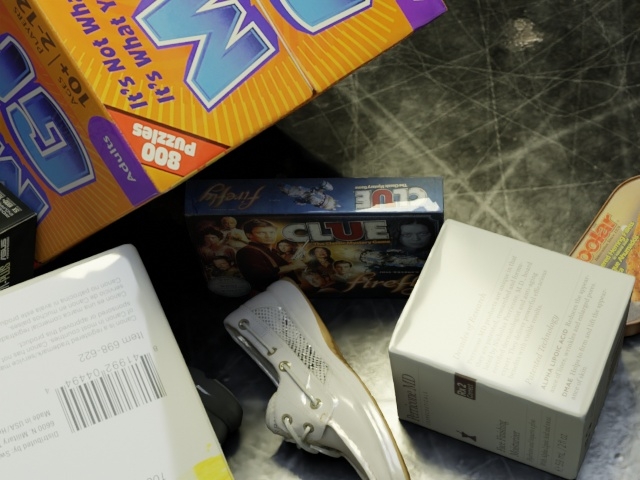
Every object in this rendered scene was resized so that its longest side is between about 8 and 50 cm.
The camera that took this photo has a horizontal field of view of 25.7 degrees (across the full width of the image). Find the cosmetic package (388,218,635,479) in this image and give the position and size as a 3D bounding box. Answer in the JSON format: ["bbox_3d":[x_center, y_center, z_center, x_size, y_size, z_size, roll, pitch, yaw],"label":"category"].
[{"bbox_3d":[0.176,0.101,1.294,0.183,0.151,0.151,17,62,17],"label":"cosmetic package"}]

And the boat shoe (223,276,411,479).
[{"bbox_3d":[-0.006,0.157,1.316,0.096,0.098,0.277,-28,50,-11],"label":"boat shoe"}]

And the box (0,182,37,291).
[{"bbox_3d":[-0.352,-0.008,1.300,0.180,0.147,0.077,39,48,22],"label":"box"}]

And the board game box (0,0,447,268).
[{"bbox_3d":[-0.183,-0.232,1.295,0.356,0.356,0.356,-36,97,-33],"label":"board game box"}]

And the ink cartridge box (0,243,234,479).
[{"bbox_3d":[-0.214,0.240,1.173,0.279,0.160,0.385,-20,75,-14],"label":"ink cartridge box"}]

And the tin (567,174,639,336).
[{"bbox_3d":[0.315,0.014,1.401,0.106,0.040,0.190,32,66,18],"label":"tin"}]

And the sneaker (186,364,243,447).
[{"bbox_3d":[-0.210,0.145,1.339,0.267,0.101,0.106,21,65,18],"label":"sneaker"}]

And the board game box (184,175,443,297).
[{"bbox_3d":[0.000,0.000,1.367,0.243,0.165,0.042,-1,58,6],"label":"board game box"}]
